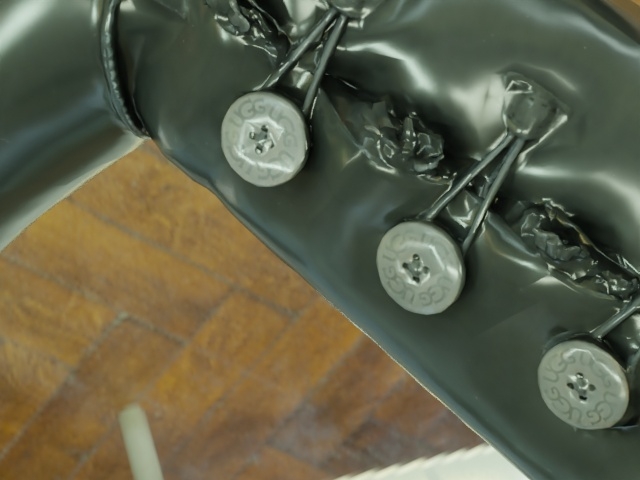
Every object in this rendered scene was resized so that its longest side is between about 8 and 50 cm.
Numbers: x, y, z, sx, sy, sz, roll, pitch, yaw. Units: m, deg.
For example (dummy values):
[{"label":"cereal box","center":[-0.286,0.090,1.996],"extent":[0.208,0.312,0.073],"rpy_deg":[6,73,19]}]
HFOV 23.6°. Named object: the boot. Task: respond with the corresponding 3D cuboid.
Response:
[{"label":"boot","center":[0.001,-0.001,0.707],"extent":[0.445,0.146,0.367],"rpy_deg":[34,132,5]}]
